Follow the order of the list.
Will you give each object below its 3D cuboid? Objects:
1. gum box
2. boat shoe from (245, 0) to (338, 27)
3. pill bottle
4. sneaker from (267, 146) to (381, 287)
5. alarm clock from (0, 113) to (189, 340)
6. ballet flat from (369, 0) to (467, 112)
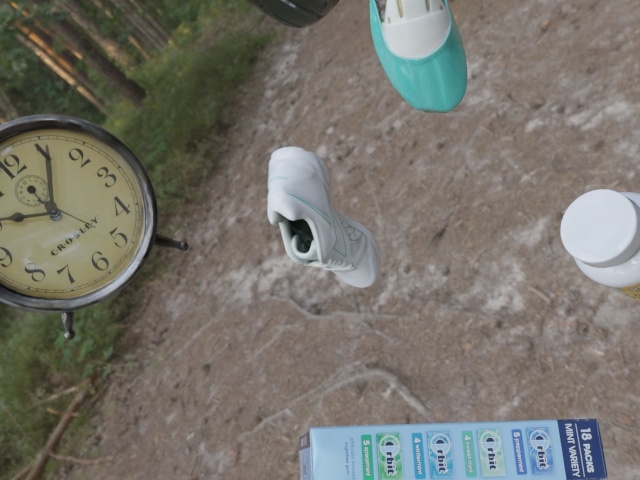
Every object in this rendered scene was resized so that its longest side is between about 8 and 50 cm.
[{"bbox_3d":[0.079,0.156,0.458,0.157,0.184,0.041,104,164,-70],"label":"gum box"},{"bbox_3d":[0.023,-0.222,0.284,0.120,0.122,0.324,-59,16,-17],"label":"boat shoe"},{"bbox_3d":[0.386,0.008,0.777,0.117,0.208,0.118,-19,62,42],"label":"pill bottle"},{"bbox_3d":[0.000,0.000,0.480,0.053,0.152,0.061,-9,50,29],"label":"sneaker"},{"bbox_3d":[-0.190,-0.035,0.422,0.129,0.192,0.064,-38,26,-8],"label":"alarm clock"},{"bbox_3d":[0.080,-0.244,0.613,0.083,0.087,0.247,-16,77,11],"label":"ballet flat"}]
